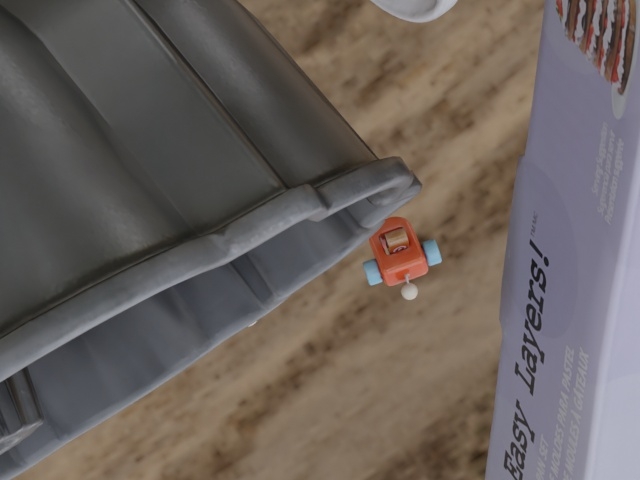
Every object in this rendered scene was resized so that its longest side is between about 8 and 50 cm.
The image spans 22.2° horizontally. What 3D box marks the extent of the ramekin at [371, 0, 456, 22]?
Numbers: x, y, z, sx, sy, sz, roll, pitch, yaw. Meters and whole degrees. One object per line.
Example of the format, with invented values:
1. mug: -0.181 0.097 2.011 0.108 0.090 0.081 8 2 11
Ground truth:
1. ramekin: 0.086 -0.362 1.613 0.127 0.273 0.273 -34 160 -18

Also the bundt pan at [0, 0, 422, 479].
1. bundt pan: -0.138 0.018 0.500 0.331 0.124 0.331 -31 175 -3

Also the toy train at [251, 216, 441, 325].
1. toy train: 0.000 0.000 1.218 0.166 0.125 0.046 -16 139 3

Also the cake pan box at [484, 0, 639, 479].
1. cake pan box: 0.178 0.000 0.495 0.245 0.070 0.267 -8 127 -15
